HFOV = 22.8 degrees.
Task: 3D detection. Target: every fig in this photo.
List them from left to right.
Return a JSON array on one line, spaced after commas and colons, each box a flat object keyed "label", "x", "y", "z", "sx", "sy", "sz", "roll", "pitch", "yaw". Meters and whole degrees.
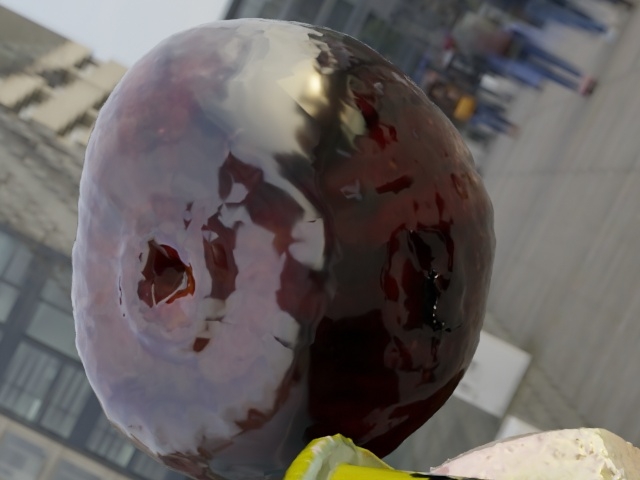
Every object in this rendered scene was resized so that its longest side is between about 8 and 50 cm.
[{"label": "fig", "x": 0.009, "y": 0.001, "z": 0.720, "sx": 0.249, "sy": 0.186, "sz": 0.204, "roll": -11, "pitch": -81, "yaw": -49}]

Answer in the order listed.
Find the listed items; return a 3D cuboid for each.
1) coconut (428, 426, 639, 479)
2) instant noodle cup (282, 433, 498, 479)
[{"label": "coconut", "x": 0.128, "y": 0.220, "z": 0.876, "sx": 0.233, "sy": 0.233, "sz": 0.245, "roll": 116, "pitch": 147, "yaw": -43}, {"label": "instant noodle cup", "x": 0.122, "y": 0.220, "z": 0.508, "sx": 0.325, "sy": 0.254, "sz": 0.326, "roll": -3, "pitch": -90, "yaw": -79}]
